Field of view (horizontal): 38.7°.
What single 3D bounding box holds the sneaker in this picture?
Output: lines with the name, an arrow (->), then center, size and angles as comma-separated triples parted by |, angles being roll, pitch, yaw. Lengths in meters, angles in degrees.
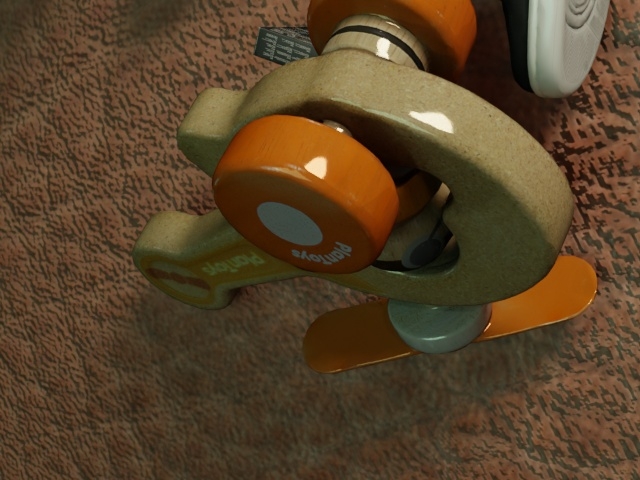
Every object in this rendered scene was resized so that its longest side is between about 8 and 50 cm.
sneaker -> 0.091, -0.186, 0.496 | 0.121, 0.079, 0.216 | 5, 96, 34

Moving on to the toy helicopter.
toy helicopter -> 0.000, 0.000, 0.554 | 0.235, 0.140, 0.355 | 38, 151, -24

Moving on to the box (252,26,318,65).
box -> 0.011, -0.112, 0.563 | 0.083, 0.067, 0.018 | 25, 113, 24
